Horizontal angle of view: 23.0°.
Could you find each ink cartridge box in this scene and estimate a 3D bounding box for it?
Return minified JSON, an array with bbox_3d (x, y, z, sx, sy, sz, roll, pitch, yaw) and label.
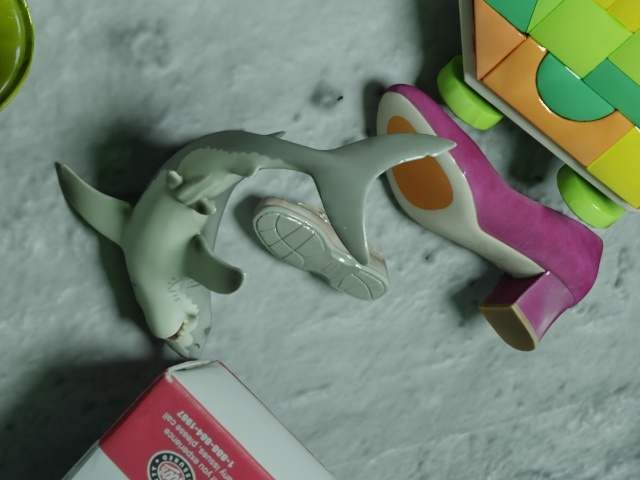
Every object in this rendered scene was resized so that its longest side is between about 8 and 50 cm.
[{"bbox_3d":[-0.113,0.266,1.083,0.226,0.131,0.306,45,101,8],"label":"ink cartridge box"}]

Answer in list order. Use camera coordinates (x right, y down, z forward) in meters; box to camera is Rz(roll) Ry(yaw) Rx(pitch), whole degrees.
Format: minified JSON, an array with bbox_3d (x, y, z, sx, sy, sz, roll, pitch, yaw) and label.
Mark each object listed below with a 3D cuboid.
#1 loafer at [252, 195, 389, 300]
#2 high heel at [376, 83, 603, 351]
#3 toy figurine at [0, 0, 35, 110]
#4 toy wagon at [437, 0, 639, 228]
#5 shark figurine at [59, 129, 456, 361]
[{"bbox_3d":[0.000,0.000,1.135,0.125,0.039,0.045,34,131,-31],"label":"loafer"},{"bbox_3d":[0.132,-0.040,1.161,0.117,0.082,0.244,-49,115,-28],"label":"high heel"},{"bbox_3d":[-0.354,-0.062,0.887,0.191,0.217,0.362,57,41,-20],"label":"toy figurine"},{"bbox_3d":[0.195,-0.158,1.046,0.344,0.068,0.267,37,125,-14],"label":"toy wagon"},{"bbox_3d":[-0.054,-0.040,1.031,0.166,0.278,0.116,49,48,-7],"label":"shark figurine"}]
